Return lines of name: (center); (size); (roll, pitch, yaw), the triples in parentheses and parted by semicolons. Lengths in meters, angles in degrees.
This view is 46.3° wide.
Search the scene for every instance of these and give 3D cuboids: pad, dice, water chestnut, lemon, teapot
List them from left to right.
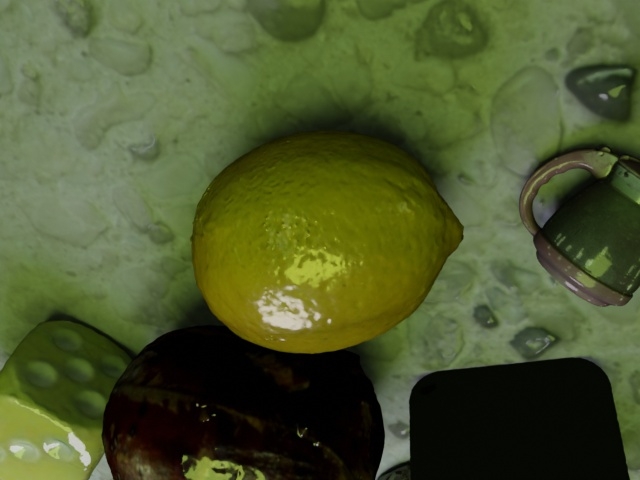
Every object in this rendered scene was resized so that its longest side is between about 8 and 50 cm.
dice: (-0.352, 0.225, 1.001); (0.169, 0.169, 0.166); (32, 121, -8)
water chestnut: (-0.098, 0.267, 0.873); (0.334, 0.347, 0.335); (13, 162, 4)
lemon: (-0.005, 0.001, 0.770); (0.263, 0.236, 0.236); (-34, 110, 3)
pad: (0.260, 0.315, 0.839); (0.314, 0.376, 0.063); (-9, 141, 18)
teapot: (0.295, -0.023, 0.782); (0.116, 0.148, 0.146); (16, 116, -41)

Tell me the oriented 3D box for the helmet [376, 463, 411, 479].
helmet: (0.136, 0.408, 1.046); (0.153, 0.107, 0.177); (23, 122, 1)
